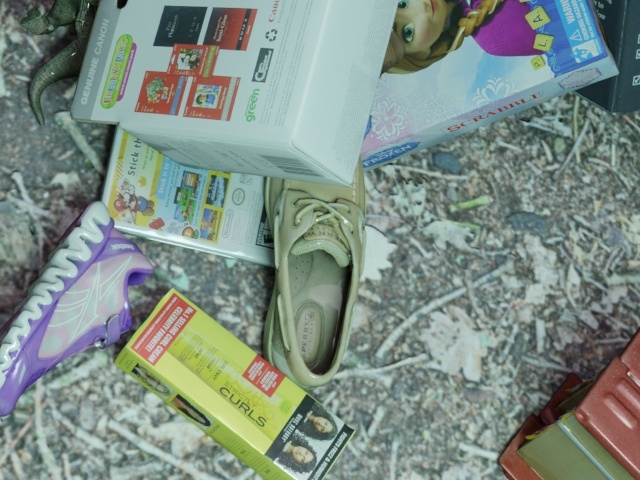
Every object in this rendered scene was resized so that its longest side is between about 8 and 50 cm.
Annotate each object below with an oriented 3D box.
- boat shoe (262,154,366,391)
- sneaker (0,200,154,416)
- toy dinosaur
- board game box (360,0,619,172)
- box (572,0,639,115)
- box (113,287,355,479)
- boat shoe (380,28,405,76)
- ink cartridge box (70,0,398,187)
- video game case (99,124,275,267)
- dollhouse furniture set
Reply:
[{"bbox_3d":[0.000,0.000,1.505,0.109,0.098,0.302,8,80,-15],"label":"boat shoe"},{"bbox_3d":[-0.238,0.076,1.425,0.104,0.095,0.236,37,59,-13],"label":"sneaker"},{"bbox_3d":[-0.225,-0.268,1.553,0.160,0.121,0.313,17,73,-50],"label":"toy dinosaur"},{"bbox_3d":[0.119,-0.270,1.611,0.318,0.066,0.318,-22,72,17],"label":"board game box"},{"bbox_3d":[0.400,-0.379,1.673,0.293,0.395,0.212,-14,33,-26],"label":"box"},{"bbox_3d":[-0.084,0.153,1.466,0.232,0.058,0.087,39,61,-2],"label":"box"},{"bbox_3d":[0.001,-0.259,1.585,0.095,0.095,0.257,-24,60,-18],"label":"boat shoe"},{"bbox_3d":[-0.074,-0.229,1.466,0.130,0.272,0.309,31,71,-57],"label":"ink cartridge box"},{"bbox_3d":[-0.111,-0.101,1.550,0.206,0.026,0.227,13,81,-16],"label":"video game case"},{"bbox_3d":[0.381,0.282,1.510,0.374,0.201,0.152,47,60,3],"label":"dollhouse furniture set"}]
